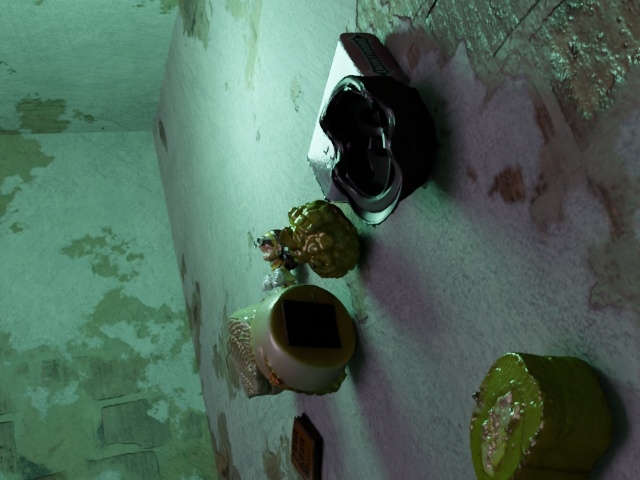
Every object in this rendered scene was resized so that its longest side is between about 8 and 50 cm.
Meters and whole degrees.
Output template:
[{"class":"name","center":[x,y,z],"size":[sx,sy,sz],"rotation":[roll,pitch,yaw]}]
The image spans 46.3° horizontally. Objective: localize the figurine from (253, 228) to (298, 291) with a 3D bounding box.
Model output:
[{"class":"figurine","center":[-0.117,0.084,2.248],"size":[0.175,0.116,0.240],"rotation":[143,113,-66]}]

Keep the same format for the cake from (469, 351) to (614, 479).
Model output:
[{"class":"cake","center":[0.333,0.297,1.175],"size":[0.179,0.156,0.260],"rotation":[-99,22,-53]}]

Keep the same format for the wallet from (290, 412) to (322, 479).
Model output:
[{"class":"wallet","center":[-0.045,0.649,2.290],"size":[0.161,0.042,0.195],"rotation":[-138,47,-58]}]

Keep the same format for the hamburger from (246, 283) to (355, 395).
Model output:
[{"class":"hamburger","center":[-0.050,0.255,1.924],"size":[0.179,0.276,0.294],"rotation":[-44,49,48]}]

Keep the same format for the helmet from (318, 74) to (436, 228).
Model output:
[{"class":"helmet","center":[0.135,-0.191,1.510],"size":[0.225,0.177,0.305],"rotation":[-15,92,57]}]

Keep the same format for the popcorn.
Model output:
[{"class":"popcorn","center":[0.000,-0.002,1.842],"size":[0.189,0.169,0.218],"rotation":[33,164,31]}]

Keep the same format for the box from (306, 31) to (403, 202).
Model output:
[{"class":"box","center":[0.067,-0.273,1.736],"size":[0.369,0.112,0.190],"rotation":[108,149,-42]}]

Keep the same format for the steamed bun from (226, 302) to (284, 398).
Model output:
[{"class":"steamed bun","center":[-0.154,0.324,2.280],"size":[0.275,0.206,0.320],"rotation":[57,147,21]}]
